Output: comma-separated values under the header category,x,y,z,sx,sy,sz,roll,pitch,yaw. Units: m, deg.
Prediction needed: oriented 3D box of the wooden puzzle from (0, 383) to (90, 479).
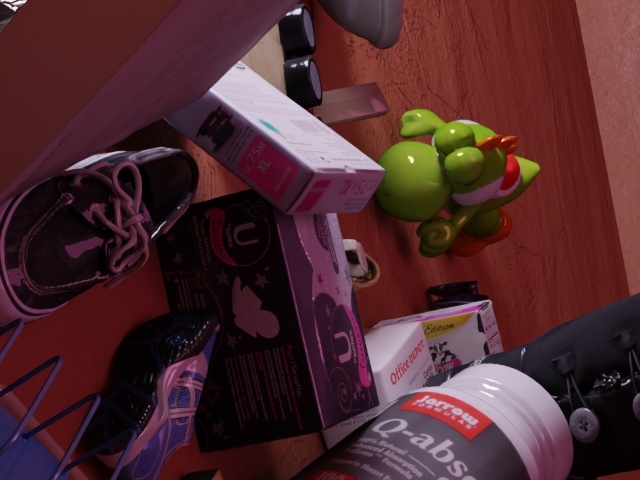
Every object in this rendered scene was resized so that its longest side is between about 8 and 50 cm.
category,x,y,z,sx,sy,sz,roll,pitch,yaw
wooden puzzle,-0.210,0.328,1.191,0.322,0.081,0.347,59,30,-37

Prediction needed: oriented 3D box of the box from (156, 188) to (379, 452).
category,x,y,z,sx,sy,sz,roll,pitch,yaw
box,-0.050,0.074,1.601,0.163,0.142,0.247,-10,88,-66

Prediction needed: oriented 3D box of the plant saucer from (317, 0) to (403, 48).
category,x,y,z,sx,sy,sz,roll,pitch,yaw
plant saucer,-0.006,-0.415,1.890,0.400,0.101,0.400,163,-90,-84

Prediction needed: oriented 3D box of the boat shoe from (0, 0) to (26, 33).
category,x,y,z,sx,sy,sz,roll,pitch,yaw
boat shoe,-0.268,-0.192,1.336,0.095,0.095,0.257,54,25,2

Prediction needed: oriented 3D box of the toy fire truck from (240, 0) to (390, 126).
category,x,y,z,sx,sy,sz,roll,pitch,yaw
toy fire truck,-0.026,-0.217,1.823,0.246,0.159,0.217,40,42,-72

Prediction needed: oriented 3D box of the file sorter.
category,x,y,z,sx,sy,sz,roll,pitch,yaw
file sorter,-0.230,0.131,1.102,0.170,0.104,0.118,48,33,-17

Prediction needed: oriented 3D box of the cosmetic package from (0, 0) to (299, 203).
category,x,y,z,sx,sy,sz,roll,pitch,yaw
cosmetic package,-0.109,-0.195,1.231,0.097,0.377,0.284,52,43,0

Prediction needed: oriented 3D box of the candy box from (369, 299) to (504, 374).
category,x,y,z,sx,sy,sz,roll,pitch,yaw
candy box,0.164,0.206,1.997,0.071,0.159,0.233,-25,101,-68

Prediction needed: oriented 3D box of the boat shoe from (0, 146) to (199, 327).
category,x,y,z,sx,sy,sz,roll,pitch,yaw
boat shoe,-0.193,-0.013,1.368,0.306,0.105,0.113,-35,111,-65

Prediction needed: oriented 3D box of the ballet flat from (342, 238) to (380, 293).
category,x,y,z,sx,sy,sz,roll,pitch,yaw
ballet flat,0.000,0.000,1.838,0.232,0.073,0.080,39,44,-55

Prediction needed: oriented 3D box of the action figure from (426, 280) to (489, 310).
category,x,y,z,sx,sy,sz,roll,pitch,yaw
action figure,0.222,0.204,2.221,0.185,0.099,0.285,-49,127,-70

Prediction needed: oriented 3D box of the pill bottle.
category,x,y,z,sx,sy,sz,roll,pitch,yaw
pill bottle,0.101,0.278,1.638,0.363,0.210,0.210,-31,108,-46

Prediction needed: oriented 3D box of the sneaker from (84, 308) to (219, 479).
category,x,y,z,sx,sy,sz,roll,pitch,yaw
sneaker,-0.149,0.142,1.442,0.211,0.080,0.081,-59,139,-45

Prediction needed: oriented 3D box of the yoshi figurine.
category,x,y,z,sx,sy,sz,roll,pitch,yaw
yoshi figurine,0.168,-0.080,2.205,0.203,0.204,0.362,-57,165,-2

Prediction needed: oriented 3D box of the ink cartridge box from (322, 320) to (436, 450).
category,x,y,z,sx,sy,sz,roll,pitch,yaw
ink cartridge box,0.086,0.237,1.877,0.172,0.100,0.237,-42,117,-64

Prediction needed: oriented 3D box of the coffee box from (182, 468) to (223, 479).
category,x,y,z,sx,sy,sz,roll,pitch,yaw
coffee box,-0.101,0.323,1.487,0.113,0.040,0.184,-48,122,-62

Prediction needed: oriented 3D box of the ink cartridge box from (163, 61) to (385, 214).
category,x,y,z,sx,sy,sz,roll,pitch,yaw
ink cartridge box,-0.097,-0.136,1.554,0.311,0.065,0.186,40,16,17

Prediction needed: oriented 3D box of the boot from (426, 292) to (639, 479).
category,x,y,z,sx,sy,sz,roll,pitch,yaw
boot,0.377,0.240,1.764,0.367,0.445,0.146,61,34,-4
